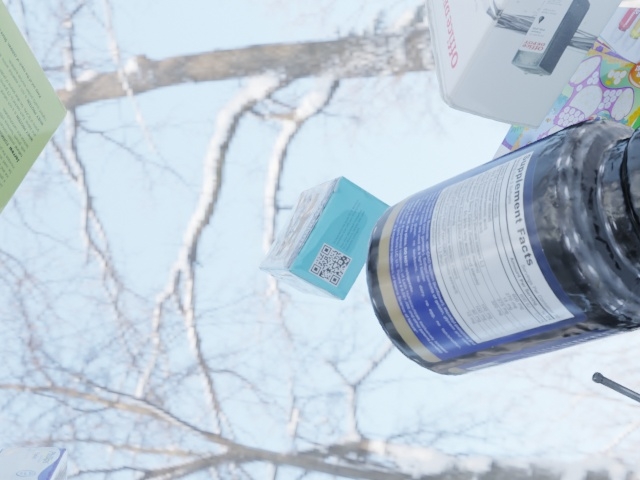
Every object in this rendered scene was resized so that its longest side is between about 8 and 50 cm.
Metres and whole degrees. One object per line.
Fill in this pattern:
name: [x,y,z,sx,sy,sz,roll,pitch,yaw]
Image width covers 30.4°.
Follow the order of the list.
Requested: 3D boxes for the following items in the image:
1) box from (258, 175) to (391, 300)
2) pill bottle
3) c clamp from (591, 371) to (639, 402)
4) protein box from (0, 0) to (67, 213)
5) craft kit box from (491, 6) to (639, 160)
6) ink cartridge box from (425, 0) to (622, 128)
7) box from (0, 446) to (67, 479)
box: [0.000,0.000,1.173,0.060,0.244,0.100,30,-95,-8]
pill bottle: [0.139,0.002,0.690,0.122,0.219,0.123,16,-115,-36]
c clamp: [0.226,0.148,0.662,0.161,0.137,0.022,-89,21,-60]
protein box: [-0.348,-0.108,0.970,0.201,0.136,0.200,-65,-28,-30]
craft kit box: [0.243,-0.076,0.979,0.061,0.250,0.247,27,-90,-25]
ink cartridge box: [0.169,-0.220,0.920,0.092,0.218,0.159,14,-135,-17]
box: [-0.307,0.296,1.211,0.126,0.072,0.137,-114,26,-82]
